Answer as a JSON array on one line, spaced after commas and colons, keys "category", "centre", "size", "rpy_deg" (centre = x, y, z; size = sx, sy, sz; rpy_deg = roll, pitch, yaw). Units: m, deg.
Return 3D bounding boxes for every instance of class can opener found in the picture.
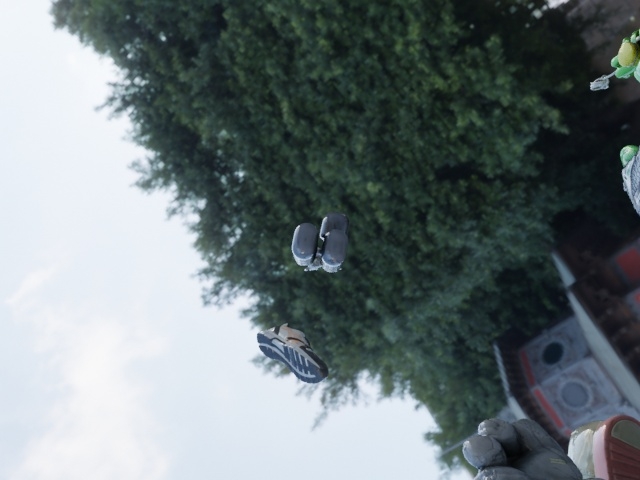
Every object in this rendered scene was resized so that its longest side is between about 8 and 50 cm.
[{"category": "can opener", "centre": [0.000, 0.000, 1.065], "size": [0.074, 0.093, 0.280], "rpy_deg": [10, 179, 1]}]

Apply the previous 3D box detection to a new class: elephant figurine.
[{"category": "elephant figurine", "centre": [0.260, 0.378, 1.107], "size": [0.169, 0.240, 0.186], "rpy_deg": [-5, -148, -19]}]

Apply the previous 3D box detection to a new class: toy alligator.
[{"category": "toy alligator", "centre": [0.379, -0.226, 0.933], "size": [0.056, 0.189, 0.051], "rpy_deg": [1, -95, -17]}]

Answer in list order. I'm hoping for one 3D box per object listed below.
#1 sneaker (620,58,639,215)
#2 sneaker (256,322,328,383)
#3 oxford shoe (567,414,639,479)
[{"category": "sneaker", "centre": [0.342, -0.022, 0.691], "size": [0.134, 0.344, 0.146], "rpy_deg": [-21, -148, -21]}, {"category": "sneaker", "centre": [-0.024, 0.118, 0.863], "size": [0.043, 0.040, 0.109], "rpy_deg": [-23, -146, -32]}, {"category": "oxford shoe", "centre": [0.478, 0.500, 1.327], "size": [0.140, 0.146, 0.397], "rpy_deg": [20, -114, -16]}]
